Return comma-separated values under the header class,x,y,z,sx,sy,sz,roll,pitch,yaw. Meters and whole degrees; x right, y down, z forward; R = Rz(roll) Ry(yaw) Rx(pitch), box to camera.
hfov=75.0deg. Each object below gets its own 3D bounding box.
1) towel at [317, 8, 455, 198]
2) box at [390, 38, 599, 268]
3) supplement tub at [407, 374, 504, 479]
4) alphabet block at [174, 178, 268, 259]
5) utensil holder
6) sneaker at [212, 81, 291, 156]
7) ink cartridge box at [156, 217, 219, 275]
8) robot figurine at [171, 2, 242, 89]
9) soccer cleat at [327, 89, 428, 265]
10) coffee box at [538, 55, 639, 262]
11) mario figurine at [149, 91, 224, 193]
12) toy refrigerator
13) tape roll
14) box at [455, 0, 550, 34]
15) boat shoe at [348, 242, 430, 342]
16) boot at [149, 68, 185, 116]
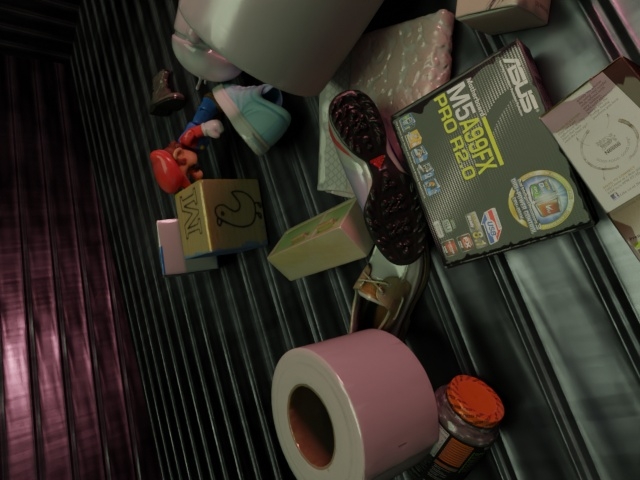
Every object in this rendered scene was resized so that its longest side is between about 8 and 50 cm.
class,x,y,z,sx,sy,sz,roll,pitch,yaw
towel,0.107,-0.241,0.824,0.317,0.053,0.331,15,107,47
box,0.247,-0.115,0.629,0.216,0.060,0.270,-23,84,40
supplement tub,0.225,0.330,0.716,0.117,0.117,0.190,44,125,37
alphabet block,-0.289,-0.061,1.208,0.193,0.192,0.197,-12,87,48
utensil holder,-0.020,-0.493,0.696,0.385,0.328,0.327,-51,58,33
sneaker,-0.171,-0.352,1.108,0.150,0.135,0.366,-37,48,2
ink cartridge box,-0.441,0.026,1.369,0.233,0.168,0.171,161,101,-68
robot figurine,-0.268,-0.575,1.088,0.200,0.300,0.353,23,113,-1
soccer cleat,0.101,-0.108,0.751,0.116,0.109,0.318,60,-173,-88
coffee box,0.378,-0.068,0.462,0.098,0.141,0.246,-42,64,44
mario figurine,-0.367,-0.269,1.249,0.170,0.198,0.320,21,70,12
toy refrigerator,0.000,0.000,0.918,0.094,0.102,0.269,46,143,-19
tape roll,0.049,0.286,0.706,0.246,0.169,0.246,7,99,53
box,0.264,-0.443,0.566,0.094,0.113,0.275,15,108,46
boat shoe,0.127,0.095,0.807,0.113,0.103,0.302,22,112,46
boot,-0.589,-0.573,1.575,0.246,0.083,0.161,3,92,48
